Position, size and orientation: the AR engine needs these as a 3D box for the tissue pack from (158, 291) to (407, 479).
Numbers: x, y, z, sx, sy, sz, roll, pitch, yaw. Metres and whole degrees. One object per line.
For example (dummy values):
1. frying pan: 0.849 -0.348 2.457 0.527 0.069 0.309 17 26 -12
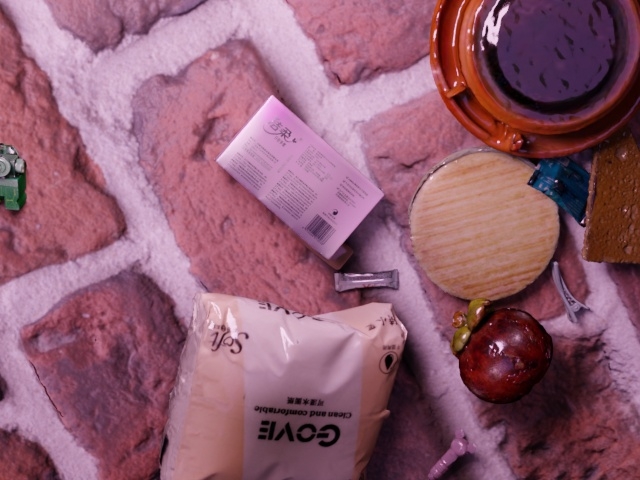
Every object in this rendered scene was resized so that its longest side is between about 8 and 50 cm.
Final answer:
1. tissue pack: -0.070 0.272 1.784 0.375 0.195 0.390 8 106 -13

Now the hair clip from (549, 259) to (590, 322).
1. hair clip: 0.423 0.082 1.788 0.039 0.030 0.115 -30 105 -10

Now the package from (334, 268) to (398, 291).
1. package: 0.079 0.069 1.802 0.110 0.015 0.037 -3 106 4

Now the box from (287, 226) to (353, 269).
1. box: 0.000 0.000 1.782 0.115 0.025 0.048 39 105 -9

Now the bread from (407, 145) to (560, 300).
1. bread: 0.274 -0.028 1.755 0.266 0.040 0.267 0 105 1

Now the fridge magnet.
1. fridge magnet: 0.350 -0.305 1.615 0.363 0.155 0.364 1 103 3

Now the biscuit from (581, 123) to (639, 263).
1. biscuit: 0.500 -0.078 1.723 0.131 0.026 0.237 1 101 -17

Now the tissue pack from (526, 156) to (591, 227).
1. tissue pack: 0.406 -0.090 1.712 0.138 0.028 0.085 33 83 -26

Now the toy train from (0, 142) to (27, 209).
1. toy train: -0.580 -0.110 1.753 0.178 0.071 0.105 4 116 0

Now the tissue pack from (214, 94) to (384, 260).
1. tissue pack: -0.034 -0.105 1.708 0.246 0.092 0.148 41 91 -8

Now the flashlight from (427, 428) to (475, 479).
1. flashlight: 0.233 0.391 1.879 0.110 0.031 0.052 -52 59 19

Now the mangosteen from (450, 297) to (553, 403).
1. mangosteen: 0.294 0.181 1.759 0.180 0.166 0.166 43 103 5
